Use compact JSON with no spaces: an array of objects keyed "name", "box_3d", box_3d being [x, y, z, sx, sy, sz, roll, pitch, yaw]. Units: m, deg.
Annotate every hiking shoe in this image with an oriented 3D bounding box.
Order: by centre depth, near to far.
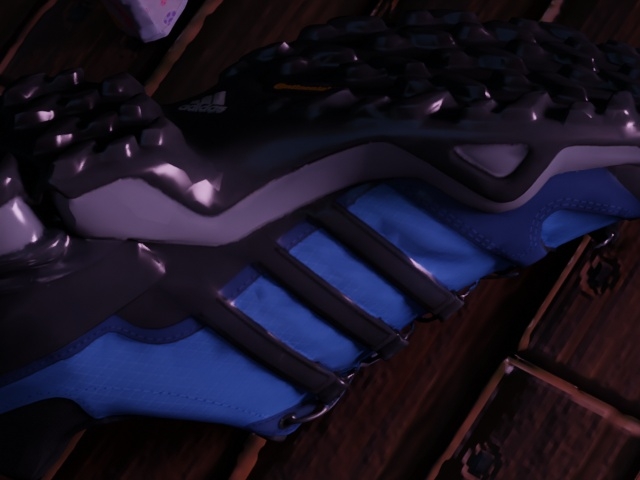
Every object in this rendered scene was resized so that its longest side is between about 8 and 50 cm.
[{"name":"hiking shoe","box_3d":[0.000,0.000,0.689,0.304,0.132,0.113,-8,27,-11]}]

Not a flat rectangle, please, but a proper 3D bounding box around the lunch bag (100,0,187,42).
[{"name":"lunch bag","box_3d":[-0.080,-0.129,0.781,0.053,0.071,0.083,-17,59,10]}]
